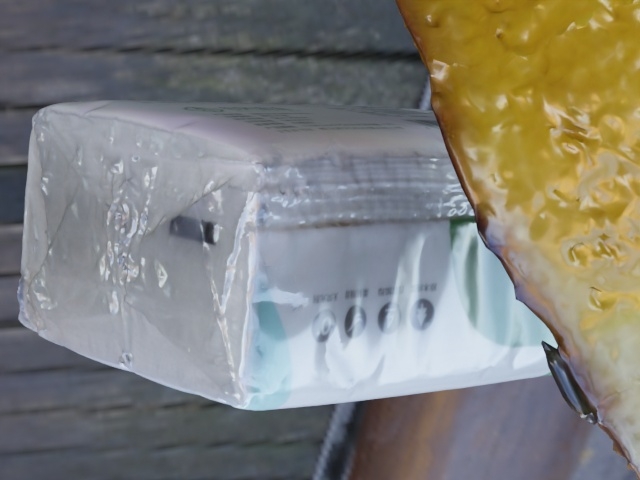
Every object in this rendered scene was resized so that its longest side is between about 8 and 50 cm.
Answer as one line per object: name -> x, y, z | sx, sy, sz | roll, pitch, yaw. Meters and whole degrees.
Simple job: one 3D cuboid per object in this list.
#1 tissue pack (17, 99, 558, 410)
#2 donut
tissue pack -> 0.000, 0.002, 1.325 | 0.356, 0.266, 0.193 | -3, 102, -43
donut -> 0.207, -0.020, 1.004 | 0.163, 0.377, 0.435 | -28, 143, 16
